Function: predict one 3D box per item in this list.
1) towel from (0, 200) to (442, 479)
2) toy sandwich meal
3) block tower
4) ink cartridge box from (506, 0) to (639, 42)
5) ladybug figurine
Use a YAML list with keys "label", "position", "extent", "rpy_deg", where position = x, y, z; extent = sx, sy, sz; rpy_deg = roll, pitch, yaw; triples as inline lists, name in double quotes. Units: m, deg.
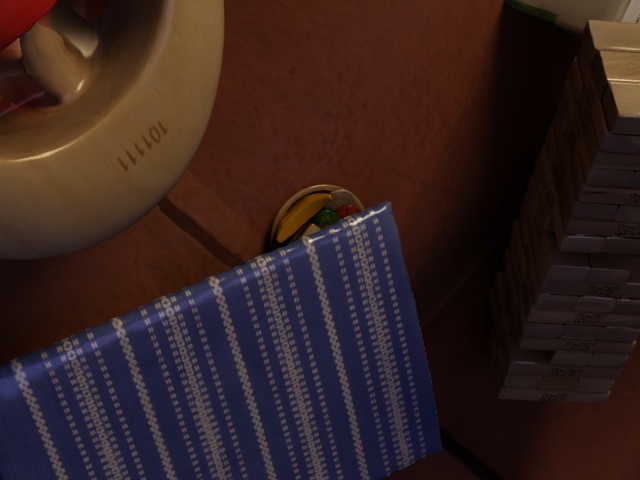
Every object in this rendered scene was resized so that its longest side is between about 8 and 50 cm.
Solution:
- label: "towel"
  position: [-0.077, 0.131, 1.057]
  extent: [0.336, 0.040, 0.243]
  rpy_deg: [-23, 124, -14]
- label: "toy sandwich meal"
  position: [0.000, 0.000, 1.058]
  extent: [0.085, 0.029, 0.086]
  rpy_deg: [-7, 111, -19]
- label: "block tower"
  position: [0.197, -0.013, 1.007]
  extent: [0.097, 0.091, 0.335]
  rpy_deg: [3, 141, -9]
- label: "ink cartridge box"
  position: [0.264, -0.157, 1.036]
  extent: [0.208, 0.153, 0.087]
  rpy_deg: [20, 100, -27]
- label: "ladybug figurine"
  position: [-0.233, -0.186, 0.802]
  extent: [0.305, 0.162, 0.449]
  rpy_deg: [-45, 127, -19]
